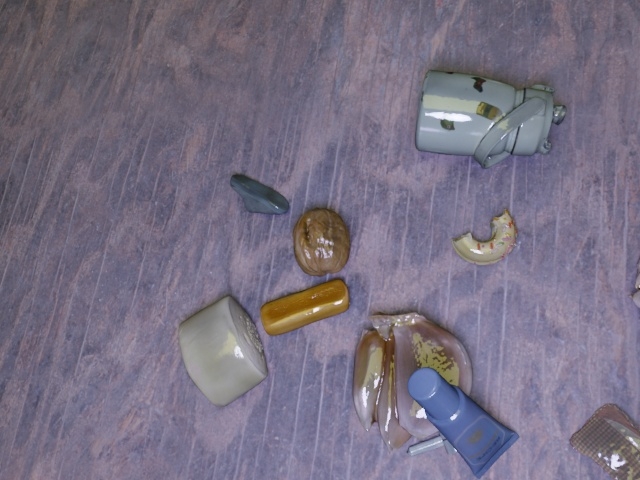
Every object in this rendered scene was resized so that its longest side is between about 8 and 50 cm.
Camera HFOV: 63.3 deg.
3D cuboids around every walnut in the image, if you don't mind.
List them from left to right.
[{"bbox_3d":[0.000,0.000,1.352,0.155,0.155,0.184,-9,70,10],"label":"walnut"}]

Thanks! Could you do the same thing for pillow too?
[{"bbox_3d":[0.651,0.455,1.091,0.135,0.034,0.211,-42,44,-4],"label":"pillow"}]

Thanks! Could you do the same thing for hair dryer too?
[{"bbox_3d":[0.260,0.466,1.212,0.137,0.047,0.082,-26,69,12],"label":"hair dryer"}]

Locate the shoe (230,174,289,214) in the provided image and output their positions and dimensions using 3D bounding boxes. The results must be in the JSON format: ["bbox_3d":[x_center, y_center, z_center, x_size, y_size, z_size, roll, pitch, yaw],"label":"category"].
[{"bbox_3d":[-0.180,-0.116,1.479,0.195,0.079,0.078,34,119,12],"label":"shoe"}]

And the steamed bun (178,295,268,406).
[{"bbox_3d":[-0.258,0.281,1.324,0.200,0.155,0.250,-29,67,3],"label":"steamed bun"}]

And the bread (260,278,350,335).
[{"bbox_3d":[-0.035,0.176,1.347,0.239,0.074,0.093,-19,55,6],"label":"bread"}]

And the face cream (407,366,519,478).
[{"bbox_3d":[0.300,0.381,1.078,0.135,0.385,0.086,-45,34,-3],"label":"face cream"}]

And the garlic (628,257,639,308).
[{"bbox_3d":[0.782,0.103,1.122,0.203,0.184,0.281,-3,73,29],"label":"garlic"}]

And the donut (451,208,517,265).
[{"bbox_3d":[0.421,0.002,1.295,0.166,0.065,0.108,-27,70,4],"label":"donut"}]

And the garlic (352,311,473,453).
[{"bbox_3d":[0.214,0.316,1.211,0.279,0.132,0.325,-12,71,24],"label":"garlic"}]

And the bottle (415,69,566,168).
[{"bbox_3d":[0.426,-0.298,1.315,0.351,0.229,0.229,12,77,13],"label":"bottle"}]
